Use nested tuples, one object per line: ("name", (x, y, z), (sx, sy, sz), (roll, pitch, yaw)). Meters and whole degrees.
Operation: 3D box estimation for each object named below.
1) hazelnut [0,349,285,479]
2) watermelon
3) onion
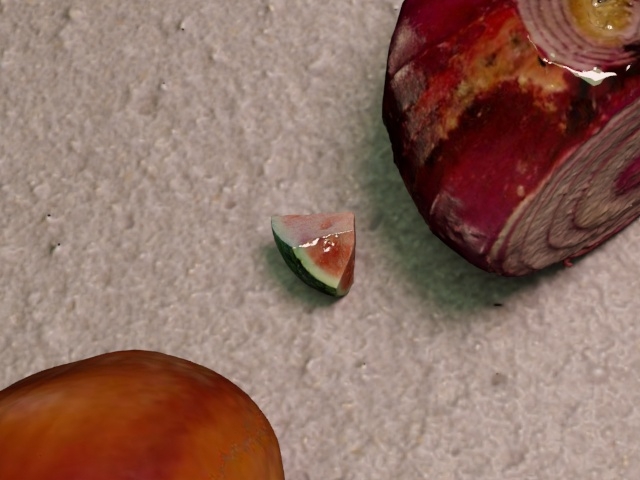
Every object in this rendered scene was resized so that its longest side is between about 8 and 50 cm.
("hazelnut", (-0.190, 0.250, 1.165), (0.366, 0.366, 0.366), (-3, 69, 8))
("watermelon", (-0.002, 0.003, 1.354), (0.092, 0.084, 0.072), (43, 72, 8))
("onion", (0.189, -0.152, 1.269), (0.336, 0.282, 0.260), (-37, 71, -5))
